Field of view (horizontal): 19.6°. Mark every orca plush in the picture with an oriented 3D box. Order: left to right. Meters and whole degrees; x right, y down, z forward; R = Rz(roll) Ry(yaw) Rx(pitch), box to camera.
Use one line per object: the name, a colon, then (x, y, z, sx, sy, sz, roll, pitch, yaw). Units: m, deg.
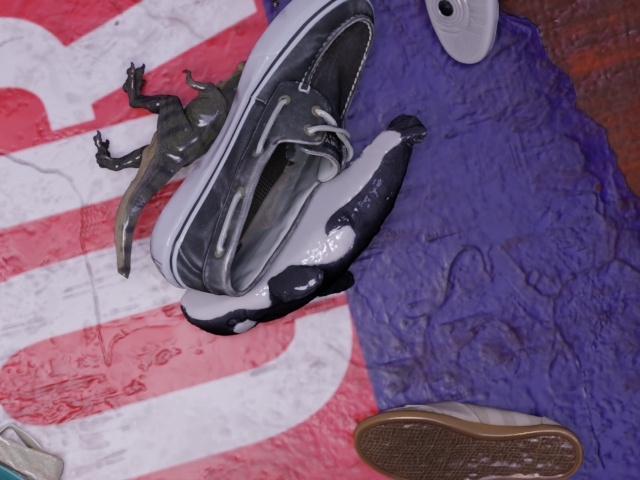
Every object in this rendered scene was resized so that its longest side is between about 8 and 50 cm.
orca plush: (0.000, 0.000, 1.781, 0.151, 0.102, 0.287, 26, 72, 44)

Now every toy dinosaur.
toy dinosaur: (-0.152, -0.098, 1.760, 0.118, 0.064, 0.268, 27, 71, 25)

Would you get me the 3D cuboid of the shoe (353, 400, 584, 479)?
shoe: (0.141, 0.196, 1.776, 0.219, 0.058, 0.076, 5, 106, 1)

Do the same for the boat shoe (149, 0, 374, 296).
boat shoe: (-0.025, -0.087, 1.726, 0.119, 0.121, 0.335, 23, 80, 37)

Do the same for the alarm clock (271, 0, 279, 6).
alarm clock: (-0.055, -0.335, 1.798, 0.129, 0.064, 0.192, 21, 82, -1)

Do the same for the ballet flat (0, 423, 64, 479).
ballet flat: (-0.321, 0.189, 1.760, 0.168, 0.057, 0.052, 32, 57, -4)

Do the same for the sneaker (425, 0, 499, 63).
sneaker: (0.157, -0.290, 1.796, 0.121, 0.079, 0.217, -35, 122, -44)
